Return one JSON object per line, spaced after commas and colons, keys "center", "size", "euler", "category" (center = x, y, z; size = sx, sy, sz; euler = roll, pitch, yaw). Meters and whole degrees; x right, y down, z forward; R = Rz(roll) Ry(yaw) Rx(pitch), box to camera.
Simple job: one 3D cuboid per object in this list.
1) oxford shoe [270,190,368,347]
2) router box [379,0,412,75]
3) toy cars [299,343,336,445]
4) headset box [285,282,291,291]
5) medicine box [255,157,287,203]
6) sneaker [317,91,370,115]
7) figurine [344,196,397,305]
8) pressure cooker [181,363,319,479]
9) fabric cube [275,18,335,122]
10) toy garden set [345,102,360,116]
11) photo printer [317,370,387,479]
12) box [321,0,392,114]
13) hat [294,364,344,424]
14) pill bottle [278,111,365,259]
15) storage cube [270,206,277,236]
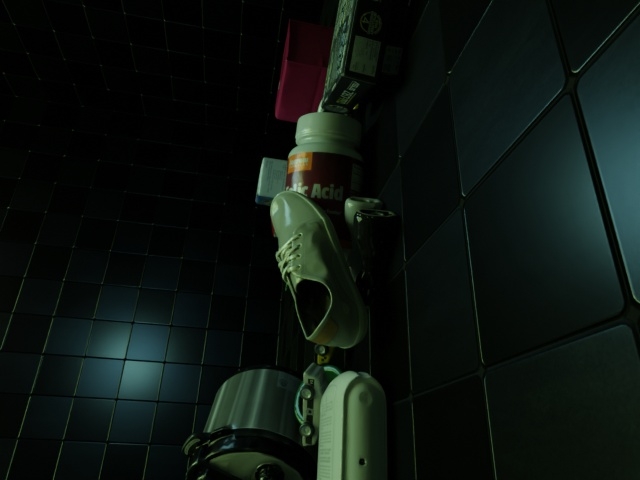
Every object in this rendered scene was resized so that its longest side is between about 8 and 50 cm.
{"center": [-0.036, 0.047, 1.097], "size": [0.169, 0.130, 0.449], "euler": [-54, 47, 36], "category": "oxford shoe"}
{"center": [0.171, -0.498, 1.148], "size": [0.133, 0.046, 0.179], "euler": [-107, 26, -70], "category": "router box"}
{"center": [0.020, 0.322, 1.220], "size": [0.176, 0.087, 0.394], "euler": [73, -156, -52], "category": "toy cars"}
{"center": [-0.055, 0.064, 1.882], "size": [0.283, 0.131, 0.246], "euler": [118, 158, -68], "category": "headset box"}
{"center": [-0.104, -0.212, 1.880], "size": [0.263, 0.289, 0.149], "euler": [164, 114, -80], "category": "medicine box"}
{"center": [0.074, -0.418, 1.420], "size": [0.217, 0.079, 0.121], "euler": [-61, 41, 17], "category": "sneaker"}
{"center": [0.102, 0.018, 1.106], "size": [0.215, 0.092, 0.209], "euler": [-109, 23, -72], "category": "figurine"}
{"center": [-0.182, 0.624, 1.385], "size": [0.420, 0.369, 0.376], "euler": [-85, -15, -64], "category": "pressure cooker"}
{"center": [-0.018, -0.604, 1.731], "size": [0.258, 0.259, 0.254], "euler": [110, 165, -55], "category": "fabric cube"}
{"center": [0.087, -0.362, 1.581], "size": [0.244, 0.049, 0.204], "euler": [154, 120, -80], "category": "toy garden set"}
{"center": [0.061, 0.432, 0.977], "size": [0.256, 0.107, 0.308], "euler": [114, 161, -63], "category": "photo printer"}
{"center": [0.096, -0.555, 1.202], "size": [0.318, 0.097, 0.395], "euler": [-170, 90, -79], "category": "box"}
{"center": [0.041, 0.478, 1.334], "size": [0.208, 0.183, 0.173], "euler": [-35, 37, 16], "category": "hat"}
{"center": [0.010, -0.142, 1.336], "size": [0.224, 0.224, 0.392], "euler": [152, 123, -79], "category": "pill bottle"}
{"center": [-0.141, -0.136, 2.329], "size": [0.193, 0.215, 0.184], "euler": [-105, 24, -52], "category": "storage cube"}
